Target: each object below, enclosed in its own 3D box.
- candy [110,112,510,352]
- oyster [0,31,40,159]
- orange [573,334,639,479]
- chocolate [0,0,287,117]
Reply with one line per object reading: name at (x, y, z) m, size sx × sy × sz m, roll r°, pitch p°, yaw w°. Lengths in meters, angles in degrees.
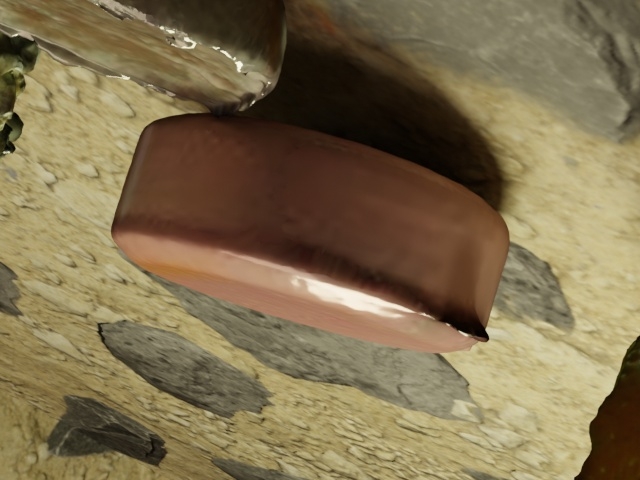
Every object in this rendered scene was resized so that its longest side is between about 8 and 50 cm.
candy at (0.000, 0.000, 0.973) m, size 0.255 × 0.094 × 0.255 m, roll 16°, pitch 172°, yaw 2°
oyster at (-0.254, -0.139, 0.980) m, size 0.198 × 0.112 × 0.268 m, roll 51°, pitch 169°, yaw 2°
orange at (0.284, 0.189, 0.912) m, size 0.262 × 0.196 × 0.335 m, roll 49°, pitch -164°, yaw -56°
chocolate at (-0.156, -0.159, 0.792) m, size 0.303 × 0.100 × 0.185 m, roll 20°, pitch 178°, yaw -14°
